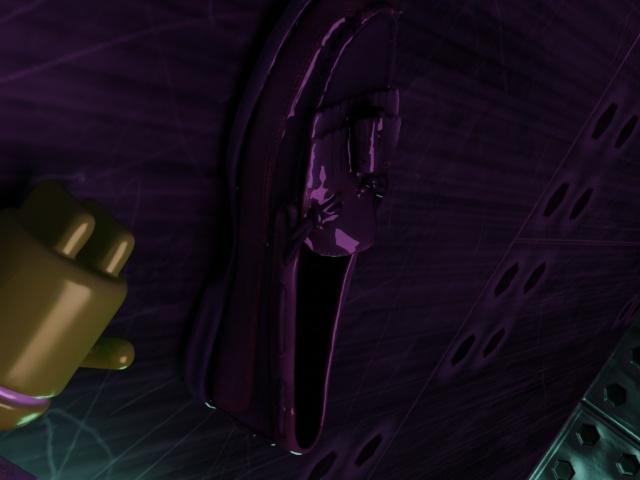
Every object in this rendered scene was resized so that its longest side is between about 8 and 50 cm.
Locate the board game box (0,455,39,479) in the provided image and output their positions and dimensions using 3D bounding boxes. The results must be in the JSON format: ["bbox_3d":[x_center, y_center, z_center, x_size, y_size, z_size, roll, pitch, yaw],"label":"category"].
[{"bbox_3d":[-0.159,0.117,0.421,0.020,0.090,0.090,-55,158,-31],"label":"board game box"}]

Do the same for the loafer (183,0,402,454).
[{"bbox_3d":[0.000,0.000,0.528,0.109,0.095,0.302,-22,140,-46],"label":"loafer"}]

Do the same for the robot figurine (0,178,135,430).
[{"bbox_3d":[-0.131,0.032,0.391,0.115,0.067,0.101,-55,144,2],"label":"robot figurine"}]
